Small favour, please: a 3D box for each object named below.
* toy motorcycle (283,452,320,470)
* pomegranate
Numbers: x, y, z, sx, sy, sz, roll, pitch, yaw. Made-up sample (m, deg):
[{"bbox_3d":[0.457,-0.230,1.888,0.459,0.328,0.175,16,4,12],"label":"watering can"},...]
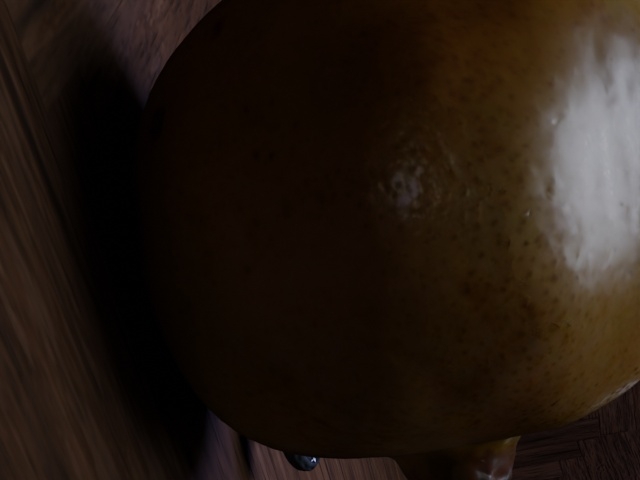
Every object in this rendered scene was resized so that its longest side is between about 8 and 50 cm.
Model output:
[{"bbox_3d":[-0.037,0.104,0.961,0.152,0.073,0.225,62,14,-24],"label":"toy motorcycle"},{"bbox_3d":[0.070,-0.009,0.722,0.416,0.417,0.416,-12,90,-84],"label":"pomegranate"}]
